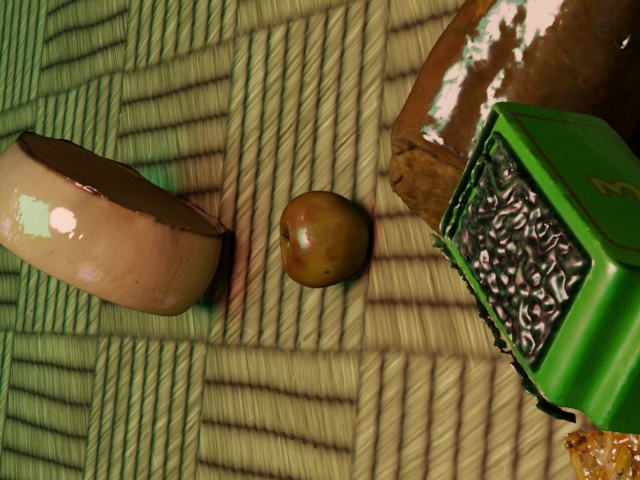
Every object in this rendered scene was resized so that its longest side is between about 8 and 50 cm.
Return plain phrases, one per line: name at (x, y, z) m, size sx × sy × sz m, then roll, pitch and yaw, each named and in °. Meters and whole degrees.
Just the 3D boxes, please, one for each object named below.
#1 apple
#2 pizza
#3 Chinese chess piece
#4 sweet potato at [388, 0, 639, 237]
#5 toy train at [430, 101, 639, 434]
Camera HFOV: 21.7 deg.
apple at (0.000, 0.000, 1.504) m, size 0.089 × 0.074 × 0.090 m, roll -22°, pitch 65°, yaw 61°
pizza at (0.222, 0.148, 1.087) m, size 0.131 × 0.041 × 0.178 m, roll -65°, pitch 33°, yaw 27°
Chinese chess piece at (-0.227, -0.018, 1.741) m, size 0.104 × 0.257 × 0.257 m, roll -64°, pitch 31°, yaw 8°
sweet potato at (0.170, -0.141, 1.149) m, size 0.370 × 0.157 × 0.158 m, roll -60°, pitch 34°, yaw 17°
toy train at (0.193, 0.017, 1.018) m, size 0.132 × 0.188 × 0.243 m, roll -68°, pitch 31°, yaw 29°
